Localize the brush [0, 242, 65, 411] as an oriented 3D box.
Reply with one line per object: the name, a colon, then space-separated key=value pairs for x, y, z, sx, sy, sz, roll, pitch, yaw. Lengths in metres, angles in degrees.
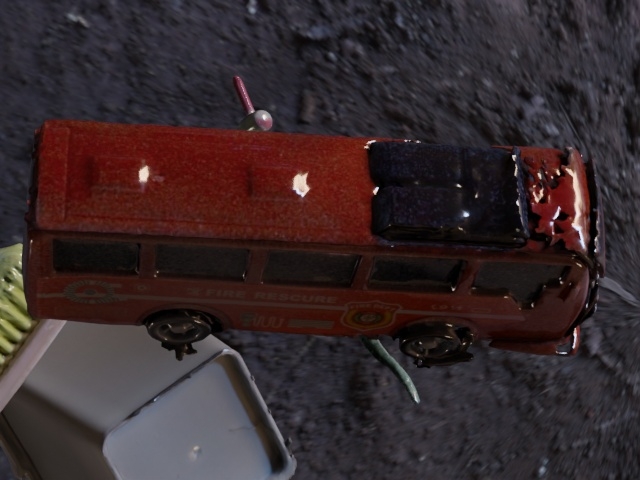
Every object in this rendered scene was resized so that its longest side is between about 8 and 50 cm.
brush: x=-0.254 y=0.129 z=0.807 sx=0.067 sy=0.072 sz=0.312 roll=40 pitch=76 yaw=-27

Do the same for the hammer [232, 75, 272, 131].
hammer: x=-0.093 y=-0.169 z=1.737 sx=0.052 sy=0.031 sz=0.083 roll=-25 pitch=89 yaw=49

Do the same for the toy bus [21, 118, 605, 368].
toy bus: x=0.000 y=0.000 z=0.551 sx=0.235 sy=0.096 sz=0.073 roll=2 pitch=62 yaw=-7

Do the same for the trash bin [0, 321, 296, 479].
trash bin: x=-0.220 y=0.174 z=1.522 sx=0.256 sy=0.368 sz=0.296 roll=-33 pitch=114 yaw=-23

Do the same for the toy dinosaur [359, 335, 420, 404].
toy dinosaur: x=0.049 y=0.013 z=1.525 sx=0.076 sy=0.383 sz=0.129 roll=12 pitch=116 yaw=-20
